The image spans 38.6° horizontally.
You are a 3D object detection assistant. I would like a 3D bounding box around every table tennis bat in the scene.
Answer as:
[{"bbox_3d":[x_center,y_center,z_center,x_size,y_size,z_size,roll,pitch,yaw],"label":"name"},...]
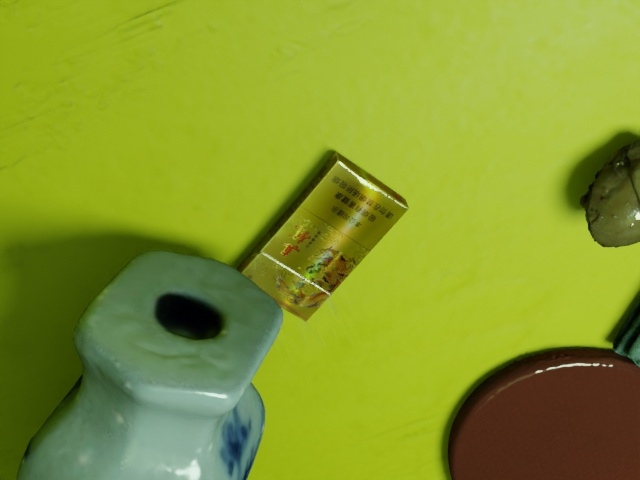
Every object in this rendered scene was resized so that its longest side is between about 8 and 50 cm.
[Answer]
[{"bbox_3d":[0.321,0.271,1.022,0.414,0.051,0.268,38,110,-22],"label":"table tennis bat"}]

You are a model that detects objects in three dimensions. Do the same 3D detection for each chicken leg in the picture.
[{"bbox_3d":[0.329,-0.059,0.815,0.197,0.085,0.069,-19,145,6],"label":"chicken leg"}]

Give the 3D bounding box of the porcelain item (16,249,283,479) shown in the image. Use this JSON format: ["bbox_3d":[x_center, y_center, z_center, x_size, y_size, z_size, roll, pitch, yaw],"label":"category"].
[{"bbox_3d":[-0.165,0.224,0.840,0.178,0.242,0.405,21,120,4],"label":"porcelain item"}]

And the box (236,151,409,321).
[{"bbox_3d":[0.000,0.000,0.848,0.089,0.022,0.156,35,111,-22],"label":"box"}]

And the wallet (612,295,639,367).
[{"bbox_3d":[0.498,0.076,0.915,0.342,0.075,0.237,19,113,-15],"label":"wallet"}]
